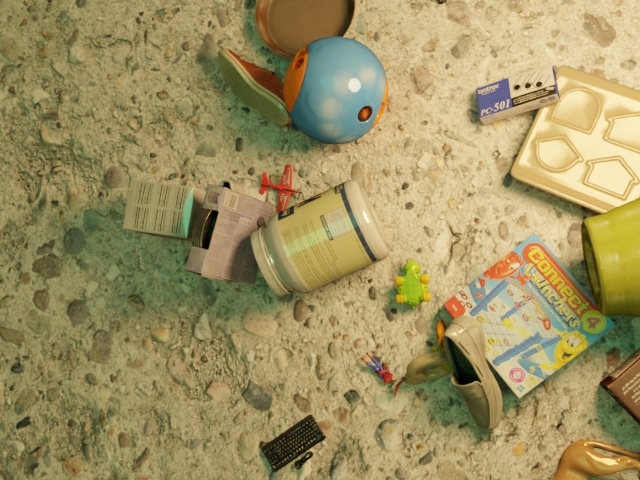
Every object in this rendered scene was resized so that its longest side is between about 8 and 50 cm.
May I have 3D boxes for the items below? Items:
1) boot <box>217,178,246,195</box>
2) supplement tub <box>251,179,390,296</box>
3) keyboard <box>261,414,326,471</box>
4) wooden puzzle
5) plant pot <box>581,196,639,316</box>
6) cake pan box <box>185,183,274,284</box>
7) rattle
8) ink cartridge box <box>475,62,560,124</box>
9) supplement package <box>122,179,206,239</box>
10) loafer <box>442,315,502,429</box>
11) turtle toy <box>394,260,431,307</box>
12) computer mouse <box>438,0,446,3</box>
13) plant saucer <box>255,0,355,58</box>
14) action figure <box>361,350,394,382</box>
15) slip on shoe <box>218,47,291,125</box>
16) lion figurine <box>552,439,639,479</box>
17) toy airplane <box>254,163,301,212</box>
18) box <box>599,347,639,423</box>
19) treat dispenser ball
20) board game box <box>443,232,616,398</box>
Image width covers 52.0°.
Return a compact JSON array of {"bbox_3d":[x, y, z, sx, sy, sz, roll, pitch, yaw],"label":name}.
[{"bbox_3d":[-0.282,-0.050,1.917,0.095,0.123,0.258,4,84,15],"label":"boot"},{"bbox_3d":[0.000,0.000,1.783,0.324,0.235,0.235,-24,78,10],"label":"supplement tub"},{"bbox_3d":[-0.069,0.581,1.843,0.180,0.023,0.108,-36,77,8],"label":"keyboard"},{"bbox_3d":[0.713,-0.253,1.722,0.322,0.080,0.348,25,85,15],"label":"wooden puzzle"},{"bbox_3d":[0.807,0.034,1.518,0.353,0.366,0.367,-11,81,15],"label":"plant pot"},{"bbox_3d":[-0.249,-0.011,1.831,0.070,0.267,0.246,11,88,29],"label":"cake pan box"},{"bbox_3d":[0.256,0.319,1.770,0.199,0.130,0.143,-36,63,35],"label":"rattle"},{"bbox_3d":[0.524,-0.389,1.755,0.207,0.046,0.097,-15,64,30],"label":"ink cartridge box"},{"bbox_3d":[-0.430,-0.081,1.922,0.203,0.194,0.149,8,86,14],"label":"supplement package"},{"bbox_3d":[0.377,0.348,1.666,0.112,0.111,0.319,-2,111,53],"label":"loafer"},{"bbox_3d":[0.253,0.119,1.793,0.095,0.066,0.130,-5,82,14],"label":"turtle toy"},{"bbox_3d":[0.428,-0.736,1.866,0.193,0.042,0.106,-1,79,20],"label":"computer mouse"},{"bbox_3d":[-0.042,-0.685,1.972,0.310,0.050,0.311,-2,84,15],"label":"plant saucer"},{"bbox_3d":[0.163,0.354,1.808,0.115,0.030,0.038,44,100,10],"label":"action figure"},{"bbox_3d":[-0.185,-0.468,1.962,0.331,0.123,0.101,40,62,20],"label":"slip on shoe"},{"bbox_3d":[0.618,0.623,1.624,0.240,0.142,0.392,32,78,23],"label":"lion figurine"},{"bbox_3d":[-0.126,-0.155,1.939,0.151,0.028,0.151,2,99,15],"label":"toy airplane"},{"bbox_3d":[0.884,0.426,1.564,0.191,0.143,0.381,-43,74,5],"label":"box"},{"bbox_3d":[0.041,-0.408,1.794,0.288,0.288,0.288,-2,83,14],"label":"treat dispenser ball"},{"bbox_3d":[0.533,0.193,1.704,0.302,0.086,0.308,-40,76,7],"label":"board game box"}]
